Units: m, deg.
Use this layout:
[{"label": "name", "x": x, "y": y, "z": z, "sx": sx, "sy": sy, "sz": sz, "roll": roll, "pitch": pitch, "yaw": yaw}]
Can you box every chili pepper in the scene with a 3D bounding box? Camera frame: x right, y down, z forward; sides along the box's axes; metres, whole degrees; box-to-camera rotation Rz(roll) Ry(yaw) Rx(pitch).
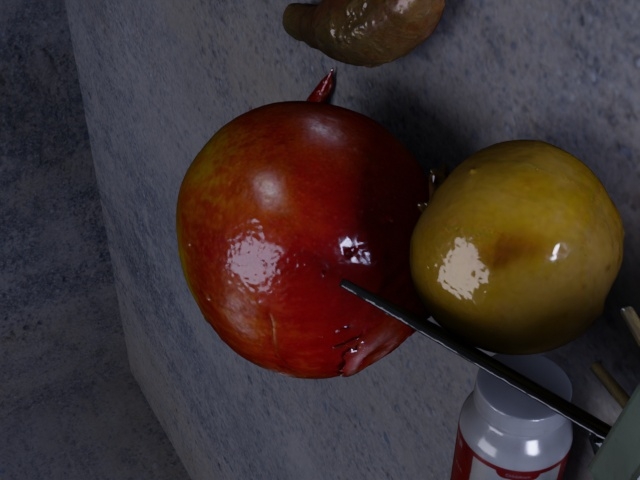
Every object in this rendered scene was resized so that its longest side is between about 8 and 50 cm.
[{"label": "chili pepper", "x": -0.006, "y": -0.195, "z": 1.341, "sx": 0.045, "sy": 0.027, "sz": 0.178, "roll": 63, "pitch": 154, "yaw": 19}]

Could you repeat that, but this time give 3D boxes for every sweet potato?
[{"label": "sweet potato", "x": 0.036, "y": -0.266, "z": 1.105, "sx": 0.385, "sy": 0.109, "sz": 0.109, "roll": 13, "pitch": 120, "yaw": 64}]

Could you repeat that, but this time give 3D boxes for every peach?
[{"label": "peach", "x": 0.000, "y": 0.000, "z": 1.102, "sx": 0.370, "sy": 0.370, "sz": 0.370, "roll": 47, "pitch": 147, "yaw": 43}]

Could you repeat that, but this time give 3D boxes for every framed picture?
[{"label": "framed picture", "x": 0.199, "y": 0.140, "z": 0.852, "sx": 0.338, "sy": 0.014, "sz": 0.255, "roll": 29, "pitch": 180, "yaw": 32}]

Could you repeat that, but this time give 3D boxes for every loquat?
[{"label": "loquat", "x": 0.184, "y": 0.006, "z": 0.861, "sx": 0.208, "sy": 0.208, "sz": 0.208, "roll": 47, "pitch": 147, "yaw": 43}]

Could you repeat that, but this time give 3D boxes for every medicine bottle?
[{"label": "medicine bottle", "x": 0.224, "y": 0.256, "z": 1.064, "sx": 0.131, "sy": 0.131, "sz": 0.250, "roll": 47, "pitch": 148, "yaw": 42}]

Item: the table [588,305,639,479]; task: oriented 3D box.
[{"label": "table", "x": 0.311, "y": 0.103, "z": 0.641, "sx": 0.122, "sy": 0.240, "sz": 0.111, "roll": 99, "pitch": 162, "yaw": -46}]

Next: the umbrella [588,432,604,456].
[{"label": "umbrella", "x": 0.326, "y": 0.269, "z": 0.978, "sx": 0.036, "sy": 0.031, "sz": 0.133, "roll": 0, "pitch": 109, "yaw": 67}]
